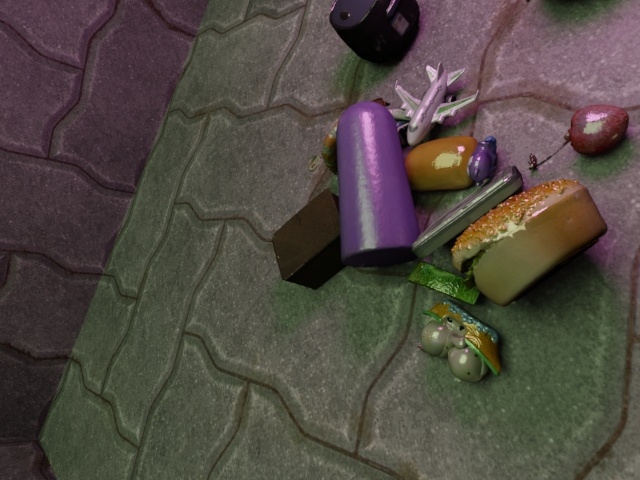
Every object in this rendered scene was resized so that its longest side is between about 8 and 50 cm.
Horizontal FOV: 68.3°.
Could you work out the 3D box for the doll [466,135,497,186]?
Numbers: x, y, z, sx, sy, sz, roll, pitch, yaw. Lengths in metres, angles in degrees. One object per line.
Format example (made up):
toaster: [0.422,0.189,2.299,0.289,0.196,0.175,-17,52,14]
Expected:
doll: [0.398,-0.195,1.146,0.067,0.206,0.110,12,122,27]

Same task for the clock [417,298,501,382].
clock: [0.314,0.231,1.076,0.231,0.103,0.144,38,102,48]

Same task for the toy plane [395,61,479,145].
toy plane: [0.309,-0.373,1.324,0.251,0.101,0.255,20,83,35]

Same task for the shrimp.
shrimp: [0.087,-0.331,1.468,0.068,0.185,0.287,42,113,21]

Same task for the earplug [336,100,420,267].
earplug: [0.144,-0.164,1.283,0.215,0.215,0.455,-18,70,39]

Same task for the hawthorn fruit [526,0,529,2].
hawthorn fruit: [0.577,-0.687,1.115,0.271,0.242,0.242,-50,46,17]

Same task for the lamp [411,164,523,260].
lamp: [0.340,-0.069,1.083,0.266,0.269,0.047,-39,86,24]

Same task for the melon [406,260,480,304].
melon: [0.296,0.101,1.146,0.209,0.118,0.064,23,84,42]

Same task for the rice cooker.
rice cooker: [0.182,-0.721,1.525,0.267,0.224,0.267,-21,58,39]

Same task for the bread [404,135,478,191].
bread: [0.318,-0.208,1.266,0.217,0.098,0.147,-5,66,42]

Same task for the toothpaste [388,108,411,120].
toothpaste: [0.277,-0.378,1.426,0.190,0.031,0.048,20,79,43]

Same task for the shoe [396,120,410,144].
shoe: [0.238,-0.328,1.425,0.143,0.064,0.071,-13,46,35]

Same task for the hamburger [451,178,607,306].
hamburger: [0.408,-0.001,0.945,0.302,0.302,0.170,-44,68,22]

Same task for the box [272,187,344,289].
box: [-0.002,-0.001,1.457,0.273,0.143,0.184,-40,50,26]

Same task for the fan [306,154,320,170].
fan: [-0.031,-0.280,1.704,0.080,0.003,0.060,5,76,45]

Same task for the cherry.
cherry: [0.561,-0.231,1.047,0.225,0.090,0.107,-15,75,50]
